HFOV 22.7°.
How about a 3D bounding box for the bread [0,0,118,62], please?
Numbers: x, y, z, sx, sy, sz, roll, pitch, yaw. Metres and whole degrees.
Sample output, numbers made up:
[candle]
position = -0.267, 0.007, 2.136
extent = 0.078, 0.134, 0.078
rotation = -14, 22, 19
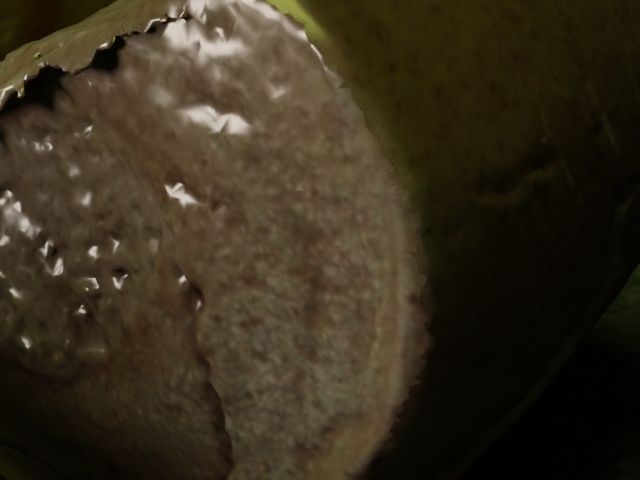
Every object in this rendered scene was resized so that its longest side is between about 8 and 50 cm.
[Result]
[bread]
position = -0.264, -0.037, 0.781
extent = 0.405, 0.242, 0.346
rotation = 4, 30, 28

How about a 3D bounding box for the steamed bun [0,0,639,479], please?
[steamed bun]
position = 0.000, 0.000, 0.576
extent = 0.251, 0.199, 0.301
rotation = -24, 2, -43
